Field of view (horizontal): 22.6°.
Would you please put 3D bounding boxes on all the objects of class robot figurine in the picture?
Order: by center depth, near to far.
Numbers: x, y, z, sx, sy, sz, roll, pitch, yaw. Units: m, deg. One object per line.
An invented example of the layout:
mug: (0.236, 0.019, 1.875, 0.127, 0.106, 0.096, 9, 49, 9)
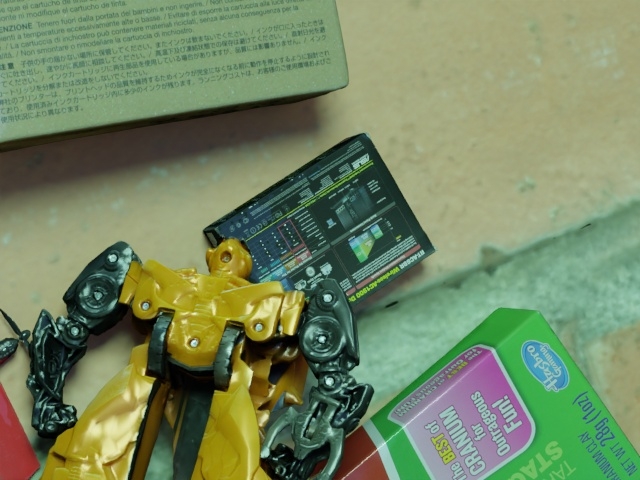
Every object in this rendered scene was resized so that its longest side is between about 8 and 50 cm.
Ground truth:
robot figurine: (-0.086, 0.138, 0.935, 0.211, 0.085, 0.291, 11, 71, 14)

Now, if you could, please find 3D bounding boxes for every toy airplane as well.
toy airplane: (-0.236, 0.095, 0.953, 0.151, 0.028, 0.151, 1, 87, -18)

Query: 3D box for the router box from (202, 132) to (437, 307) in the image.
router box: (0.000, 0.000, 1.028, 0.122, 0.038, 0.092, -33, 98, -16)

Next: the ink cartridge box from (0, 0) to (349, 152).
ink cartridge box: (-0.117, -0.163, 0.955, 0.234, 0.088, 0.193, -11, 92, -25)

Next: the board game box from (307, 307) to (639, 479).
board game box: (0.080, 0.233, 1.035, 0.316, 0.064, 0.242, -39, 100, -15)
